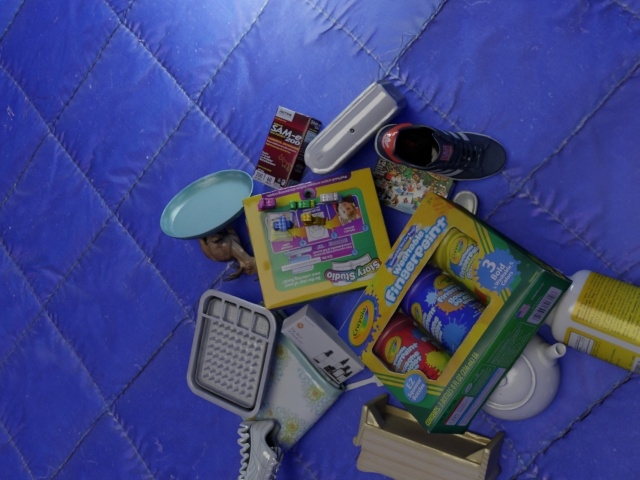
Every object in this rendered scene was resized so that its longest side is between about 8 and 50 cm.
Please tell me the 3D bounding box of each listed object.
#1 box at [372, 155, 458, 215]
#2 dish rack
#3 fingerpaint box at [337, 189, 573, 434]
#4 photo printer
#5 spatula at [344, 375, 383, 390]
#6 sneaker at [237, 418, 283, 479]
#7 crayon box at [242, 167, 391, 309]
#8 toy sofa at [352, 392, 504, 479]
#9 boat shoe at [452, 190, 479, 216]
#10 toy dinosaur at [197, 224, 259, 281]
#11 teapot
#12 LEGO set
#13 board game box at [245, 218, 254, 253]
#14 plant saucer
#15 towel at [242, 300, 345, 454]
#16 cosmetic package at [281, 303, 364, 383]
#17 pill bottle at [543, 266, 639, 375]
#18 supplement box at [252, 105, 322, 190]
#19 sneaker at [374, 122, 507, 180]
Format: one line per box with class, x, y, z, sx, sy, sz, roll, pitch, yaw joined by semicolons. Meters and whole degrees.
box;0.252;-0.155;1.801;0.233;0.044;0.159;23;98;27
dish rack;-0.252;0.328;1.925;0.286;0.072;0.332;16;98;29
fingerpaint box;0.297;0.165;1.546;0.371;0.163;0.444;44;108;43
photo printer;0.089;-0.303;1.783;0.307;0.256;0.107;-42;93;20
spatula;0.111;0.347;1.866;0.242;0.019;0.168;-24;78;28
sneaker;-0.163;0.642;1.821;0.119;0.110;0.291;-16;60;15
crayon box;0.000;0.000;1.772;0.363;0.106;0.312;-14;82;3
toy sofa;0.278;0.545;1.691;0.363;0.150;0.176;12;98;28
boat shoe;0.363;-0.005;1.716;0.095;0.079;0.254;11;90;30
toy dinosaur;-0.312;0.031;2.055;0.296;0.127;0.200;21;137;44
teapot;0.451;0.331;1.589;0.253;0.187;0.255;16;97;28
LEGO set;-0.055;-0.073;1.685;0.228;0.093;0.086;-6;82;4
board game box;-0.096;0.050;1.917;0.142;0.144;0.275;-20;79;25
plant saucer;-0.347;-0.106;2.022;0.318;0.043;0.317;-17;38;14
towel;-0.142;0.412;1.952;0.374;0.090;0.320;48;113;22
cosmetic package;0.010;0.290;1.805;0.099;0.060;0.239;-38;109;23
pill bottle;0.657;0.179;1.490;0.334;0.188;0.187;22;97;27
supplement box;-0.103;-0.274;1.979;0.130;0.073;0.239;24;98;27
sneaker;0.317;-0.219;1.634;0.351;0.148;0.131;5;98;-8
